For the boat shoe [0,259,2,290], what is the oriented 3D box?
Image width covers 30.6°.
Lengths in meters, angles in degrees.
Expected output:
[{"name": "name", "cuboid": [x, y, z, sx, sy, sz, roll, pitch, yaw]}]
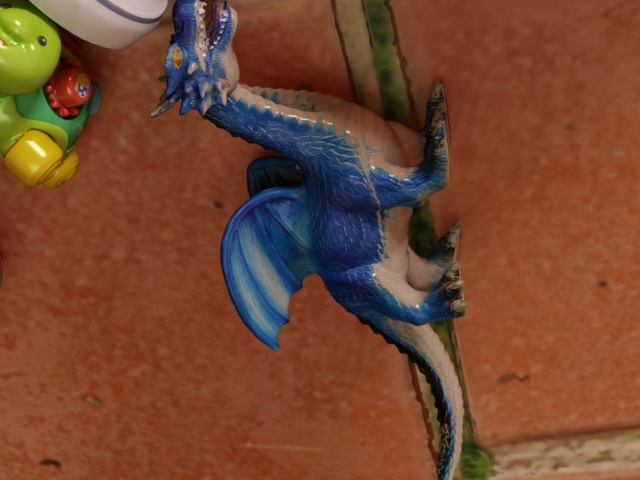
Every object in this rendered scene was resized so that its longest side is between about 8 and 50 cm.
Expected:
[{"name": "boat shoe", "cuboid": [-0.254, -0.044, 0.603, 0.068, 0.081, 0.228, -20, 121, 13]}]

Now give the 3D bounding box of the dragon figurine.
[{"name": "dragon figurine", "cuboid": [0.000, 0.000, 0.604, 0.144, 0.085, 0.289, -5, 121, 9]}]

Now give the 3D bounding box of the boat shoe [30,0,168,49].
[{"name": "boat shoe", "cuboid": [-0.130, -0.199, 0.484, 0.084, 0.095, 0.258, -23, 119, 24]}]

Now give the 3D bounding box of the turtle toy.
[{"name": "turtle toy", "cuboid": [-0.145, -0.078, 0.555, 0.095, 0.130, 0.066, 44, 88, -3]}]
